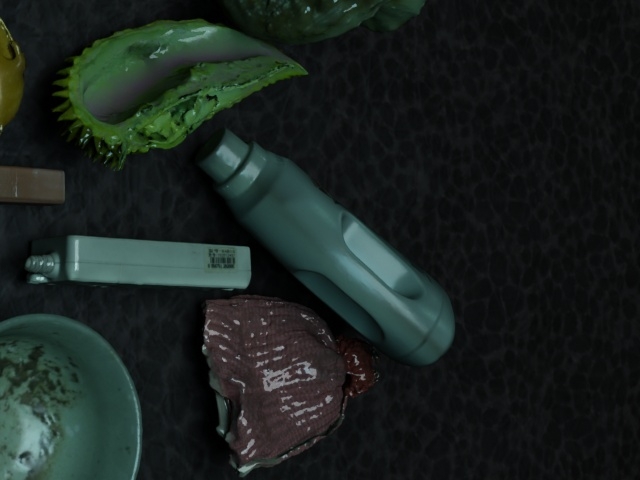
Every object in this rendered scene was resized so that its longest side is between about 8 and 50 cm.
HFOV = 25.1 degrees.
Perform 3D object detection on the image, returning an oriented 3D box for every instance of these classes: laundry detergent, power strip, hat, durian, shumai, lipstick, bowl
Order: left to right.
[{"bbox_3d":[-0.375,-0.065,1.695,0.145,0.045,0.045,3,83,-43],"label":"lipstick"},{"bbox_3d":[-0.357,0.226,1.627,0.289,0.146,0.289,4,84,-45],"label":"bowl"},{"bbox_3d":[-0.227,0.030,1.794,0.338,0.098,0.058,4,84,-44],"label":"power strip"},{"bbox_3d":[-0.194,-0.193,1.791,0.355,0.169,0.158,-33,112,-41],"label":"durian"},{"bbox_3d":[-0.040,0.183,1.960,0.286,0.107,0.237,-7,84,-39],"label":"hat"},{"bbox_3d":[0.000,0.000,1.938,0.398,0.264,0.125,41,96,-22],"label":"laundry detergent"},{"bbox_3d":[0.021,-0.433,1.941,0.323,0.324,0.398,10,59,-59],"label":"shumai"}]

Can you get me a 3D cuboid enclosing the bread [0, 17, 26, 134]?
[{"bbox_3d":[-0.449,-0.206,1.564,0.270,0.142,0.195,54,52,-30],"label":"bread"}]
